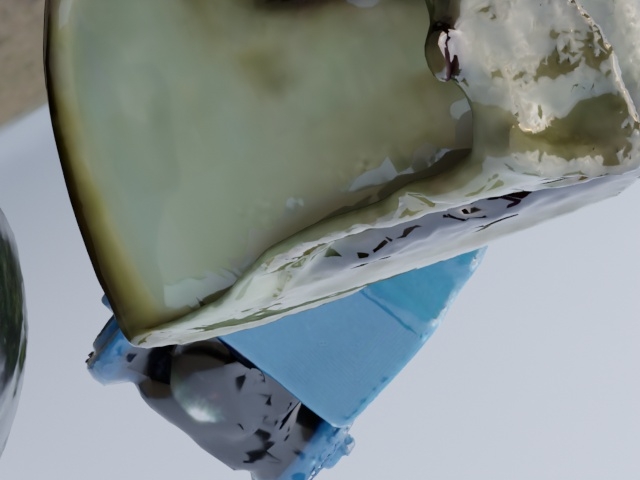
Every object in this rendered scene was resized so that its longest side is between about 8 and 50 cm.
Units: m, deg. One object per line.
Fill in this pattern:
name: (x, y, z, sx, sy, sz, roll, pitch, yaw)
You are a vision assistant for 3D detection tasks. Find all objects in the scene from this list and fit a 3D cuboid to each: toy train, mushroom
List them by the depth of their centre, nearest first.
mushroom: (0.020, -0.097, 0.764, 0.212, 0.217, 0.292, -11, 172, -28)
toy train: (0.000, 0.000, 1.178, 0.265, 0.188, 0.300, -50, -175, 29)

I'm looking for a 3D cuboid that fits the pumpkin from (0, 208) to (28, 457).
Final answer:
pumpkin: (-0.314, 0.044, 0.953, 0.323, 0.323, 0.241, -25, -128, 43)
